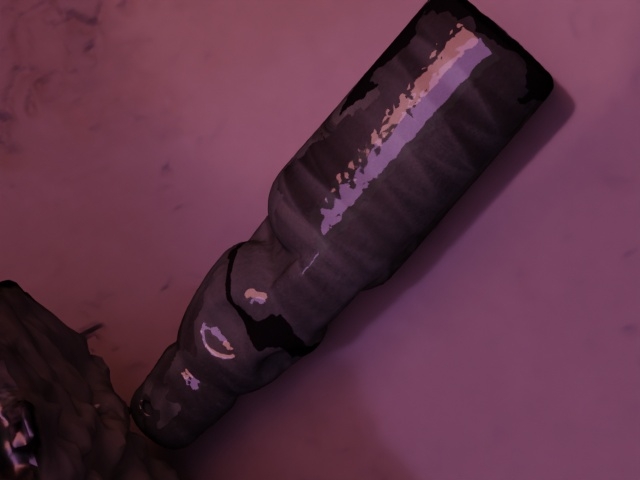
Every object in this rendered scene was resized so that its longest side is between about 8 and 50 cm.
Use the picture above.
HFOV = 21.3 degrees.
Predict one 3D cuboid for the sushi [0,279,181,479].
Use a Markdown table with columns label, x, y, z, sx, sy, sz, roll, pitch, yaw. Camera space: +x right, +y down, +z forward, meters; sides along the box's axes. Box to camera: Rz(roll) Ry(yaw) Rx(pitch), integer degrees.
| label | x | y | z | sx | sy | sz | roll | pitch | yaw |
| --- | --- | --- | --- | --- | --- | --- | --- | --- | --- |
| sushi | -0.093 | 0.186 | 0.584 | 0.171 | 0.211 | 0.350 | -28 | 101 | 2 |

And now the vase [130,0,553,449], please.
| label | x | y | z | sx | sy | sz | roll | pitch | yaw |
| --- | --- | --- | --- | --- | --- | --- | --- | --- | --- |
| vase | 0.000 | 0.000 | 0.656 | 0.060 | 0.060 | 0.211 | 44 | 104 | 12 |
